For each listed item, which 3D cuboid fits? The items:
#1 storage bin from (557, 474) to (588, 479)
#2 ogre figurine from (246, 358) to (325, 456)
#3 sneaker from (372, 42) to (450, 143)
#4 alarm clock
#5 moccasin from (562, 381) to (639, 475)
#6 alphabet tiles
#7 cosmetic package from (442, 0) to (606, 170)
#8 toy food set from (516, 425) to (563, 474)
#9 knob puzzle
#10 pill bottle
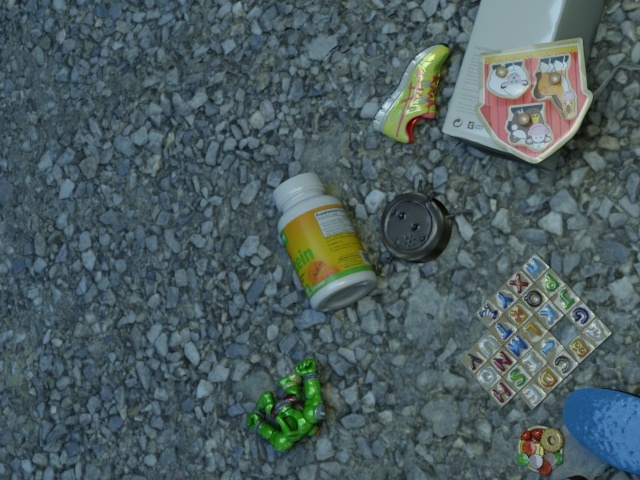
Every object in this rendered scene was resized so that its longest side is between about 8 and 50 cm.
[{"bbox_3d":[0.378,0.480,1.884,0.180,0.084,0.122,-28,71,24],"label":"storage bin"},{"bbox_3d":[-0.059,0.329,2.141,0.197,0.097,0.118,-35,56,9],"label":"ogre figurine"},{"bbox_3d":[0.190,-0.272,2.099,0.094,0.081,0.208,39,109,20],"label":"sneaker"},{"bbox_3d":[0.163,-0.009,2.084,0.129,0.064,0.192,42,107,26],"label":"alarm clock"},{"bbox_3d":[0.556,0.332,1.790,0.342,0.117,0.138,22,94,26],"label":"moccasin"},{"bbox_3d":[0.363,0.173,1.977,0.237,0.009,0.198,-47,65,15],"label":"alphabet tiles"},{"bbox_3d":[0.363,-0.332,1.929,0.156,0.217,0.385,19,95,28],"label":"cosmetic package"},{"bbox_3d":[0.380,0.362,1.935,0.083,0.020,0.083,6,86,29],"label":"toy food set"},{"bbox_3d":[0.339,-0.220,1.793,0.213,0.030,0.213,-2,84,23],"label":"knob puzzle"},{"bbox_3d":[0.000,0.000,2.126,0.136,0.136,0.246,-33,69,21],"label":"pill bottle"}]
